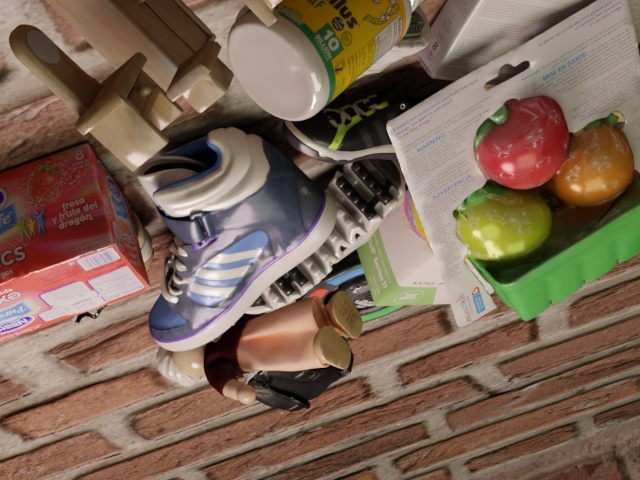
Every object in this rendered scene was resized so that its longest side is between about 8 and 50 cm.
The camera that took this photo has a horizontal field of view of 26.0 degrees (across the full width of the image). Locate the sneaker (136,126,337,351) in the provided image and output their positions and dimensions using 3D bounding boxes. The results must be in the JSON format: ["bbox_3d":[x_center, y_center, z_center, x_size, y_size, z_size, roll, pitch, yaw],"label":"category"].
[{"bbox_3d":[-0.163,-0.014,1.711,0.323,0.130,0.236,-37,128,25],"label":"sneaker"}]

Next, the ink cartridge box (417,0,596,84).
[{"bbox_3d":[0.242,-0.276,1.577,0.189,0.066,0.232,1,133,-35],"label":"ink cartridge box"}]

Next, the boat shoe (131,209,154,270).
[{"bbox_3d":[-0.354,0.059,1.769,0.302,0.113,0.103,-20,149,2],"label":"boat shoe"}]

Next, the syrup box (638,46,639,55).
[{"bbox_3d":[0.478,-0.266,1.679,0.093,0.096,0.237,-13,154,-15],"label":"syrup box"}]

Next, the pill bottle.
[{"bbox_3d":[0.016,-0.218,1.363,0.208,0.117,0.117,-43,169,-32],"label":"pill bottle"}]

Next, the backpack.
[{"bbox_3d":[-0.055,0.196,2.242,0.182,0.115,0.152,11,131,-44],"label":"backpack"}]

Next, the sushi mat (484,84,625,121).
[{"bbox_3d":[0.316,-0.185,1.824,0.317,0.019,0.151,-8,154,-20],"label":"sushi mat"}]

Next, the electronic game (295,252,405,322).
[{"bbox_3d":[0.072,0.076,2.159,0.229,0.048,0.229,-15,155,-7],"label":"electronic game"}]

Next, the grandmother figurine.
[{"bbox_3d":[-0.103,0.151,2.063,0.342,0.208,0.104,-14,119,34],"label":"grandmother figurine"}]

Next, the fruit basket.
[{"bbox_3d":[0.256,-0.093,1.677,0.327,0.165,0.353,-31,126,-8],"label":"fruit basket"}]

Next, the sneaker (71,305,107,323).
[{"bbox_3d":[-0.313,0.092,1.951,0.083,0.037,0.032,-20,153,1],"label":"sneaker"}]

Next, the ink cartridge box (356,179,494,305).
[{"bbox_3d":[0.231,-0.034,1.938,0.207,0.119,0.353,-1,153,-34],"label":"ink cartridge box"}]

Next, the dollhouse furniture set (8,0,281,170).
[{"bbox_3d":[-0.068,-0.278,1.158,0.355,0.303,0.174,-35,112,28],"label":"dollhouse furniture set"}]

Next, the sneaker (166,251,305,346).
[{"bbox_3d":[-0.121,0.081,1.935,0.228,0.087,0.130,8,102,-40],"label":"sneaker"}]

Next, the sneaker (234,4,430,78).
[{"bbox_3d":[0.003,-0.208,1.497,0.232,0.090,0.115,0,153,-32],"label":"sneaker"}]

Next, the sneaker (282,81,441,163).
[{"bbox_3d":[0.062,-0.154,1.684,0.235,0.084,0.097,-3,127,-31],"label":"sneaker"}]

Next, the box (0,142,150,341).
[{"bbox_3d":[-0.373,0.021,1.643,0.300,0.142,0.154,-19,155,3],"label":"box"}]

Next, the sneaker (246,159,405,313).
[{"bbox_3d":[0.000,0.000,1.857,0.292,0.110,0.118,-37,167,7],"label":"sneaker"}]
